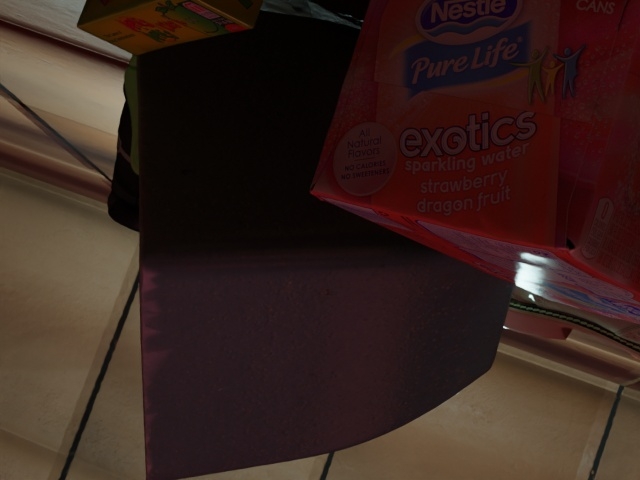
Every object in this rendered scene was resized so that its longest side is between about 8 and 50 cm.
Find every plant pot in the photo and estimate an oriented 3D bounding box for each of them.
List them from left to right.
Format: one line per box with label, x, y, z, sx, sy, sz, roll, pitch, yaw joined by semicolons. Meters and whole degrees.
plant pot;0.000;0.000;0.946;0.252;0.248;0.247;-1;138;-7

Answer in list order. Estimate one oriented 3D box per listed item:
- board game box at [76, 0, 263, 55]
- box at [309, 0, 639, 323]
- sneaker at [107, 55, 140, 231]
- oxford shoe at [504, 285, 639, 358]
board game box;-0.075;-0.159;0.755;0.043;0.092;0.181;23;172;-26
box;0.151;-0.041;0.744;0.154;0.142;0.300;16;177;36
sneaker;-0.075;-0.027;1.321;0.185;0.202;0.483;17;172;28
oxford shoe;0.232;0.002;0.985;0.397;0.140;0.146;0;141;46
